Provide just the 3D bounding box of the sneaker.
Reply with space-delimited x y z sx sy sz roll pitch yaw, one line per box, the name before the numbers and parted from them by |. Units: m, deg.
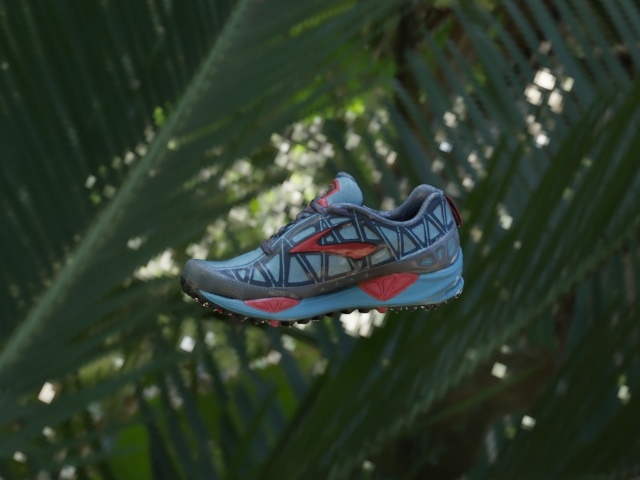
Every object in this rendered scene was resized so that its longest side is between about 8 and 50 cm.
sneaker | 0.000 0.000 1.386 0.261 0.125 0.104 -6 14 -20
